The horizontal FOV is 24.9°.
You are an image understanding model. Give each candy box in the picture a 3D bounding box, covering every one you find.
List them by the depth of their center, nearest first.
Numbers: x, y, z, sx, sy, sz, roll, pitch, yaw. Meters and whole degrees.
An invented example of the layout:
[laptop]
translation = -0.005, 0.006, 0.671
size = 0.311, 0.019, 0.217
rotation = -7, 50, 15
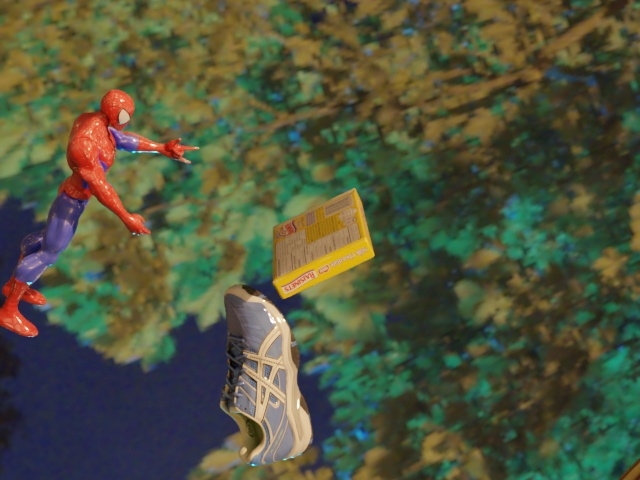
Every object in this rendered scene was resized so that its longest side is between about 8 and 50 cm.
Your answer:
[candy box]
translation = 0.000, 0.000, 1.534
size = 0.027, 0.105, 0.206
rotation = 61, 7, -15

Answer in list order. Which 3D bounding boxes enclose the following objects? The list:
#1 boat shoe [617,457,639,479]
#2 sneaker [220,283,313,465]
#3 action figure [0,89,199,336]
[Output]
[boat shoe]
translation = 0.158, 0.166, 0.699
size = 0.178, 0.064, 0.060
rotation = -55, -160, 9
[sneaker]
translation = -0.071, 0.152, 1.611
size = 0.080, 0.081, 0.211
rotation = -5, -76, 53
[action figure]
translation = -0.219, -0.022, 1.458
size = 0.091, 0.139, 0.280
rotation = -95, -153, -57
